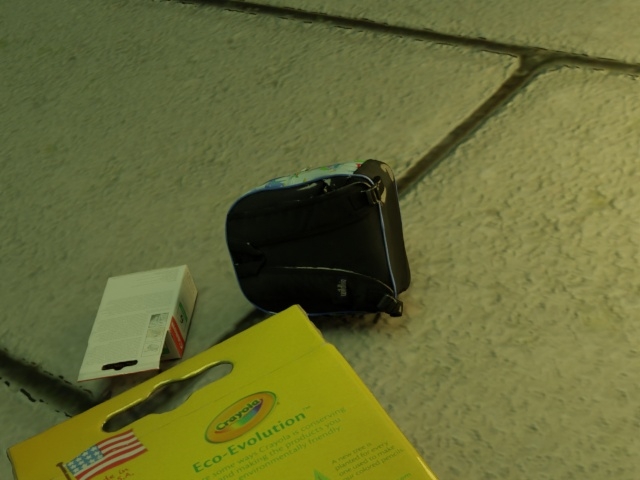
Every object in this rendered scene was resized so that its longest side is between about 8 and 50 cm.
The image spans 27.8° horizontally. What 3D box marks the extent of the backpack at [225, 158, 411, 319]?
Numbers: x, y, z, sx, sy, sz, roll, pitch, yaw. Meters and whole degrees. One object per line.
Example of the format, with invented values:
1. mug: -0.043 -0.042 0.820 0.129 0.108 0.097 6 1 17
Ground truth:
1. backpack: 0.000 0.000 0.885 0.114 0.105 0.084 -7 13 18

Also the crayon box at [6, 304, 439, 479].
1. crayon box: -0.028 0.175 0.662 0.202 0.081 0.318 -25 35 -10

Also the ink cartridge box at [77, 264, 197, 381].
1. ink cartridge box: -0.128 0.066 0.915 0.063 0.029 0.115 -10 35 12
